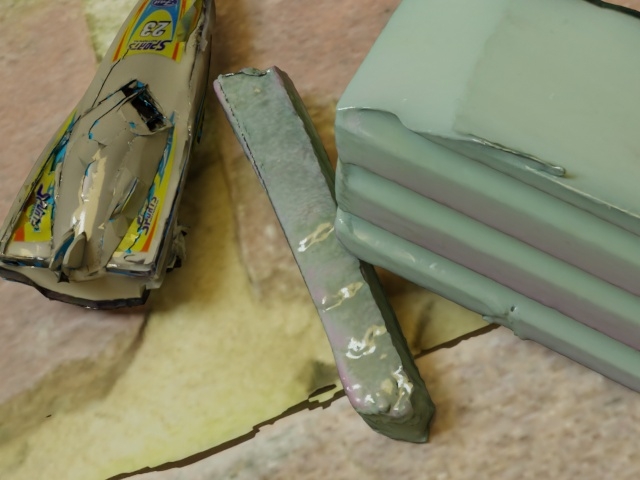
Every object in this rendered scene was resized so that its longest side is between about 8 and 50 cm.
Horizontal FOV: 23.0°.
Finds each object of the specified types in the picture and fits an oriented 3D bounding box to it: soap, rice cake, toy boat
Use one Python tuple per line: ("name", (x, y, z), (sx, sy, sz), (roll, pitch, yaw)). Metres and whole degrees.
("soap", (0.123, -0.012, 0.594), (0.230, 0.145, 0.091), (25, 66, 13))
("rice cake", (0.000, 0.000, 0.701), (0.034, 0.043, 0.211), (-29, 53, 9))
("toy boat", (-0.089, -0.057, 0.757), (0.084, 0.066, 0.210), (2, 58, 19))
